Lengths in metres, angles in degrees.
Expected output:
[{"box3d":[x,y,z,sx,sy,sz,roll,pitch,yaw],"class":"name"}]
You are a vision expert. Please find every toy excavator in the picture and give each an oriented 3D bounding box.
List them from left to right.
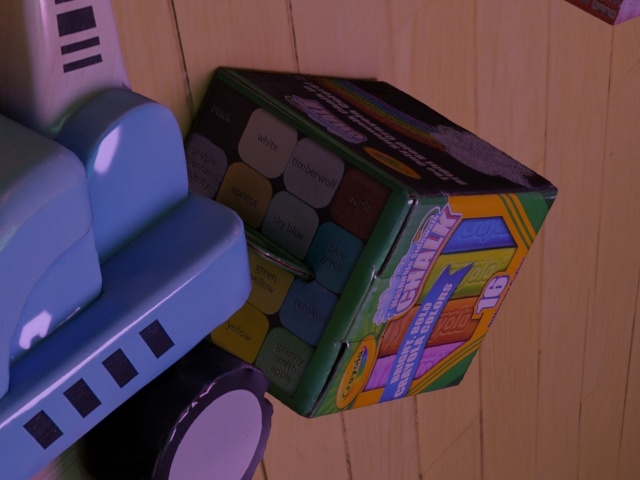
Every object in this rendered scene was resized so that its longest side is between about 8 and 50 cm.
[{"box3d":[-0.149,-0.053,1.030,0.433,0.222,0.445,-40,142,-33],"class":"toy excavator"}]

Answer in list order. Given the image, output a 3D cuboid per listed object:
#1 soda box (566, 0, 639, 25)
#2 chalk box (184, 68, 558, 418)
[{"box3d":[0.154,-0.219,1.354,0.058,0.183,0.063,-25,140,-48],"class":"soda box"},{"box3d":[0.000,0.000,1.355,0.289,0.180,0.179,-4,124,-57],"class":"chalk box"}]
